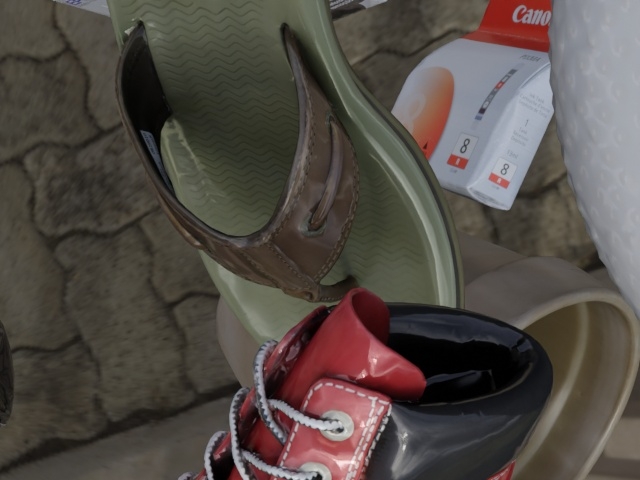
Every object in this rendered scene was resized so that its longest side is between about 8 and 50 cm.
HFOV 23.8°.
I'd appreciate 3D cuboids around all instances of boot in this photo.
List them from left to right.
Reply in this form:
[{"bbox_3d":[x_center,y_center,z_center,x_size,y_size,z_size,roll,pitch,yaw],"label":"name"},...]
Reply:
[{"bbox_3d":[-0.049,0.095,0.441,0.244,0.176,0.088,-13,43,-25],"label":"boot"}]

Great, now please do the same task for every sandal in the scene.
[{"bbox_3d":[-0.034,-0.045,0.609,0.303,0.120,0.086,66,33,-29],"label":"sandal"}]

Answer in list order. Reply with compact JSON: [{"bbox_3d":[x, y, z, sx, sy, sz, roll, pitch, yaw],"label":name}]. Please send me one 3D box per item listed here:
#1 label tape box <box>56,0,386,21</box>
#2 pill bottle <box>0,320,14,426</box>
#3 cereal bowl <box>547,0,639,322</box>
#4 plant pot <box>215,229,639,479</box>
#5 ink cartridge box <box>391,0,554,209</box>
[{"bbox_3d":[-0.141,-0.287,1.443,0.347,0.249,0.115,10,78,-37],"label":"label tape box"},{"bbox_3d":[-0.443,0.147,1.602,0.219,0.123,0.123,-6,86,2],"label":"pill bottle"},{"bbox_3d":[0.225,-0.048,0.465,0.339,0.339,0.141,54,32,-4],"label":"cereal bowl"},{"bbox_3d":[0.066,0.105,1.314,0.323,0.323,0.280,-39,55,-16],"label":"plant pot"},{"bbox_3d":[0.115,-0.119,1.038,0.045,0.145,0.179,20,93,-27],"label":"ink cartridge box"}]
